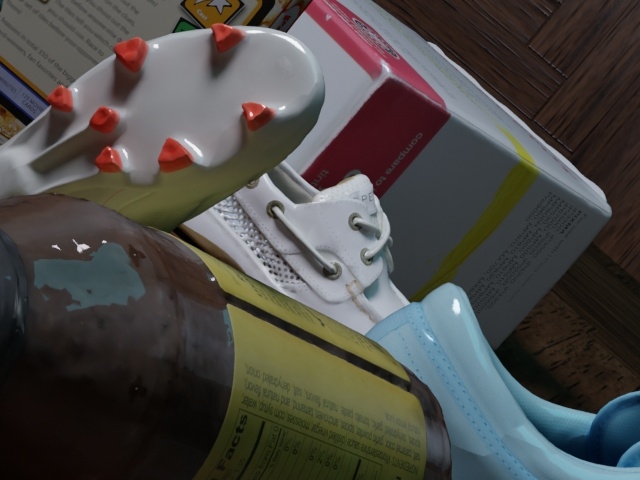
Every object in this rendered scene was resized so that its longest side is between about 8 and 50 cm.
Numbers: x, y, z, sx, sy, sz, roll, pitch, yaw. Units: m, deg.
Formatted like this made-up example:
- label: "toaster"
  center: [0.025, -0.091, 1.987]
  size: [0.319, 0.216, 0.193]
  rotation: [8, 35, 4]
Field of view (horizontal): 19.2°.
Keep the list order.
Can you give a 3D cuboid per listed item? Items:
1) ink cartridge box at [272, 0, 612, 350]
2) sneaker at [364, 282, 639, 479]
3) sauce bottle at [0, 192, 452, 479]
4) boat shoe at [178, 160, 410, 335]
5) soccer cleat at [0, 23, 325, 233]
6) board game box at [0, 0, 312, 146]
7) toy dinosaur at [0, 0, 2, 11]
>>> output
- label: "ink cartridge box"
  center: [0.017, -0.090, 1.444]
  size: [0.279, 0.160, 0.385]
  rotation: [47, 12, 33]
- label: "sneaker"
  center: [0.155, 0.158, 0.892]
  size: [0.366, 0.150, 0.135]
  rotation: [37, 11, -16]
- label: "sauce bottle"
  center: [-0.069, 0.047, 0.631]
  size: [0.111, 0.111, 0.344]
  rotation: [46, 7, 33]
- label: "boat shoe"
  center: [0.000, 0.000, 1.173]
  size: [0.277, 0.096, 0.098]
  rotation: [40, 10, 1]
- label: "soccer cleat"
  center: [-0.084, -0.017, 0.690]
  size: [0.076, 0.196, 0.068]
  rotation: [47, 18, -60]
- label: "board game box"
  center: [-0.113, -0.100, 0.932]
  size: [0.147, 0.193, 0.045]
  rotation: [41, 10, 4]
- label: "toy dinosaur"
  center: [-0.234, -0.116, 0.740]
  size: [0.218, 0.164, 0.322]
  rotation: [21, 36, -12]
